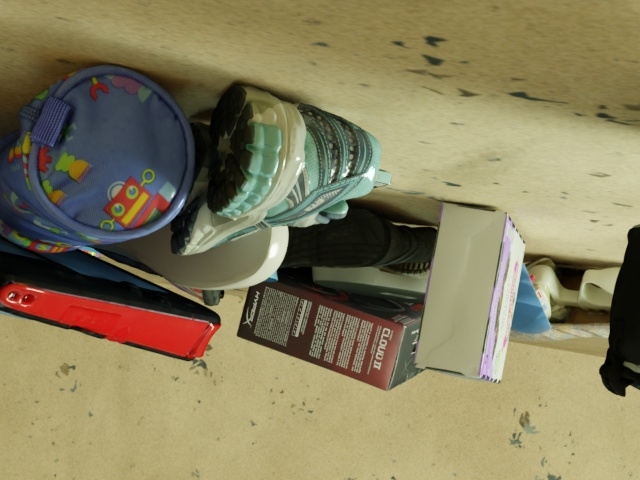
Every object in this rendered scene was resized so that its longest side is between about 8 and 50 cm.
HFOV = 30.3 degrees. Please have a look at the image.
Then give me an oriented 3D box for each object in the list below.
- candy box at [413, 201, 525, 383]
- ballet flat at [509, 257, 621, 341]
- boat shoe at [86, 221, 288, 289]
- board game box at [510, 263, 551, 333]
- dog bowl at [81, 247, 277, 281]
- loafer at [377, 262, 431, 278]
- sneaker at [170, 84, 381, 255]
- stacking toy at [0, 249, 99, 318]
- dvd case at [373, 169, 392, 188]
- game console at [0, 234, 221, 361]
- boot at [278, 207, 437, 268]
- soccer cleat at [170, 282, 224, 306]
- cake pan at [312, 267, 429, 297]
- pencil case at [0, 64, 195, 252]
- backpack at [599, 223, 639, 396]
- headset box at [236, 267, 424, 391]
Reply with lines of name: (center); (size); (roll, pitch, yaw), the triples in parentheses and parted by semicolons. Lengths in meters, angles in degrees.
candy box: (0.159, 0.060, 1.227); (0.070, 0.165, 0.196); (9, 174, 16)
ballet flat: (0.315, 0.065, 1.448); (0.316, 0.107, 0.106); (0, 150, 29)
boat shoe: (-0.134, -0.023, 1.177); (0.340, 0.127, 0.158); (15, -177, 37)
board game box: (0.212, 0.042, 1.406); (0.133, 0.033, 0.168); (15, 146, 43)
dog bowl: (-0.191, -0.006, 1.543); (0.297, 0.074, 0.166); (13, 172, -27)
loafer: (0.078, 0.010, 1.411); (0.148, 0.056, 0.050); (17, 178, 25)
sneaker: (-0.041, -0.039, 0.913); (0.122, 0.110, 0.283); (8, 174, -18)
stacking toy: (-0.385, 0.009, 1.719); (0.166, 0.175, 0.302); (11, -175, 7)
dvd case: (0.000, -0.059, 1.080); (0.087, 0.013, 0.119); (12, 174, -23)
game console: (-0.313, 0.009, 1.125); (0.386, 0.060, 0.342); (21, 176, 29)
boot: (0.000, 0.000, 1.333); (0.246, 0.083, 0.161); (7, 179, 28)
soccer cleat: (-0.202, 0.041, 1.848); (0.116, 0.108, 0.318); (13, 176, -2)
cake pan: (0.118, 0.054, 1.728); (0.293, 0.054, 0.293); (9, 174, 1)
pencil case: (-0.194, -0.055, 0.930); (0.133, 0.119, 0.306); (23, 169, -19)
backpack: (0.319, 0.037, 0.693); (0.253, 0.191, 0.225); (16, 176, -1)
headset box: (0.050, 0.135, 1.871); (0.293, 0.110, 0.218); (18, -169, 21)
